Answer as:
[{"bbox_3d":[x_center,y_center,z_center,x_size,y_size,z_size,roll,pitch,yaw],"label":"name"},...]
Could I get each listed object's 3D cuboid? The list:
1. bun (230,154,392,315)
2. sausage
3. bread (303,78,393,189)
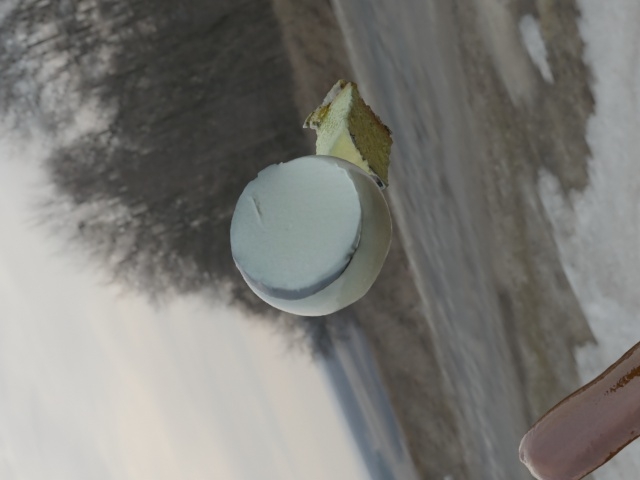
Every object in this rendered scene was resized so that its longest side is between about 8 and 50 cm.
[{"bbox_3d":[0.000,0.000,1.265,0.120,0.173,0.172,36,-155,-56],"label":"bun"},{"bbox_3d":[0.356,0.198,1.422,0.089,0.300,0.083,43,-156,-6],"label":"sausage"},{"bbox_3d":[0.062,-0.166,1.919,0.127,0.152,0.147,-49,29,42],"label":"bread"}]
